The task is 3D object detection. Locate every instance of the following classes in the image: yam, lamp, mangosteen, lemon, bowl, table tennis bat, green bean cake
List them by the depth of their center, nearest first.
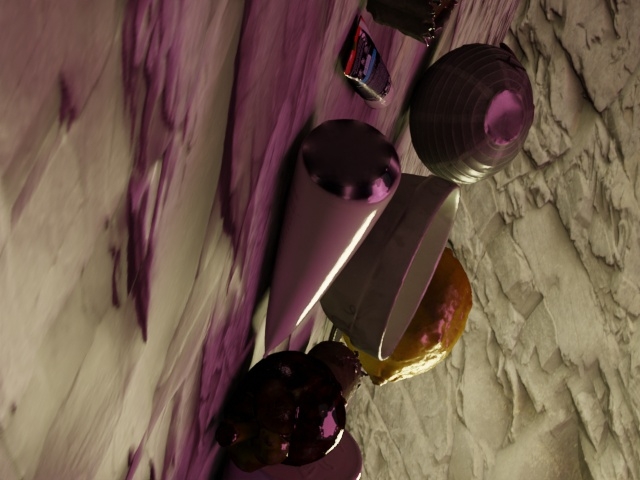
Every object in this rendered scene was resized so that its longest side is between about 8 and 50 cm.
[{"bbox_3d":[0.127,-0.340,1.174,0.173,0.094,0.181,100,17,-53],"label":"green bean cake"},{"bbox_3d":[-0.055,0.240,1.438,0.184,0.172,0.172,-30,164,-8],"label":"mangosteen"},{"bbox_3d":[0.097,0.022,1.652,0.307,0.163,0.307,-58,167,-22],"label":"bowl"},{"bbox_3d":[-0.010,0.273,1.839,0.279,0.131,0.131,-42,154,-67],"label":"yam"},{"bbox_3d":[0.273,-0.236,1.898,0.233,0.233,0.265,-29,129,-75],"label":"lamp"},{"bbox_3d":[0.165,0.136,2.090,0.322,0.268,0.268,-60,169,-23],"label":"lemon"},{"bbox_3d":[0.049,0.199,2.312,0.246,0.022,0.138,94,21,-61],"label":"table tennis bat"}]

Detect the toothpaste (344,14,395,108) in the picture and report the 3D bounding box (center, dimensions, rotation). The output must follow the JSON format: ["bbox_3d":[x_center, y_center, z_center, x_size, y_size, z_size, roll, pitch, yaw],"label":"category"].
[{"bbox_3d":[0.057,-0.212,1.272,0.193,0.045,0.071,31,74,-75],"label":"toothpaste"}]

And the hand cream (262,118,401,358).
[{"bbox_3d":[0.000,0.000,1.281,0.359,0.118,0.185,111,4,-55],"label":"hand cream"}]

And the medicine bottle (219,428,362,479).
[{"bbox_3d":[-0.073,0.434,1.616,0.202,0.202,0.316,-49,161,-62],"label":"medicine bottle"}]
